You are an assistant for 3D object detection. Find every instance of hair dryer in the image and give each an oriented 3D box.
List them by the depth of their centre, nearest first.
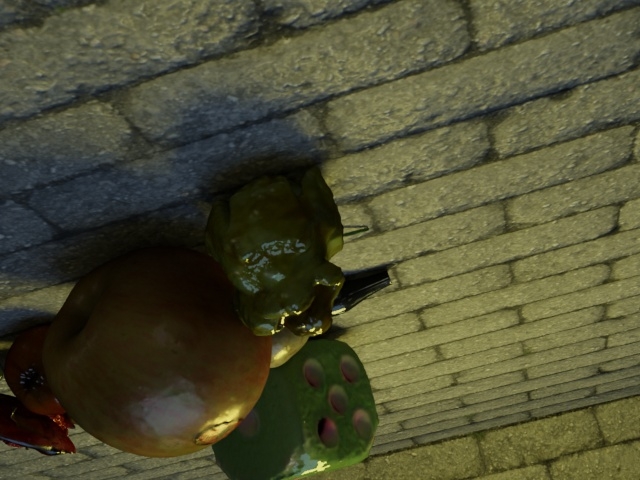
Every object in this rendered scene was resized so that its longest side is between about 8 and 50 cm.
[{"bbox_3d":[0.042,0.080,1.802,0.195,0.075,0.219,-24,146,4],"label":"hair dryer"}]

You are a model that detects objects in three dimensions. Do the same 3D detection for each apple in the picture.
[{"bbox_3d":[-0.300,0.196,1.542,0.391,0.392,0.346,-27,136,30],"label":"apple"}]

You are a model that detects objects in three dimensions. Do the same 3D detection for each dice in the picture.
[{"bbox_3d":[-0.068,0.432,2.123,0.322,0.319,0.330,-23,164,35],"label":"dice"}]

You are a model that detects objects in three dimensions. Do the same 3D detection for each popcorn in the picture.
[{"bbox_3d":[-0.070,0.023,1.405,0.225,0.277,0.276,-24,152,37],"label":"popcorn"}]

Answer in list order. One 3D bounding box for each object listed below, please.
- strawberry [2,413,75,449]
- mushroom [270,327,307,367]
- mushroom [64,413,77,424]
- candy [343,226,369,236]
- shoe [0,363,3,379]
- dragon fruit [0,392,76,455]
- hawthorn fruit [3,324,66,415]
[{"bbox_3d":[-0.793,0.504,2.287,0.174,0.098,0.228,-25,152,26],"label":"strawberry"},{"bbox_3d":[-0.098,0.208,1.918,0.166,0.127,0.166,-44,177,-3],"label":"mushroom"},{"bbox_3d":[-0.543,0.412,2.179,0.231,0.138,0.194,-8,170,21],"label":"mushroom"},{"bbox_3d":[0.000,0.000,1.630,0.200,0.061,0.060,-13,156,-14],"label":"candy"},{"bbox_3d":[-0.801,0.310,1.939,0.195,0.079,0.078,-24,-173,11],"label":"shoe"},{"bbox_3d":[-0.712,0.378,1.827,0.343,0.100,0.282,9,168,23],"label":"dragon fruit"},{"bbox_3d":[-0.558,0.271,1.832,0.196,0.197,0.225,-21,179,21],"label":"hawthorn fruit"}]
